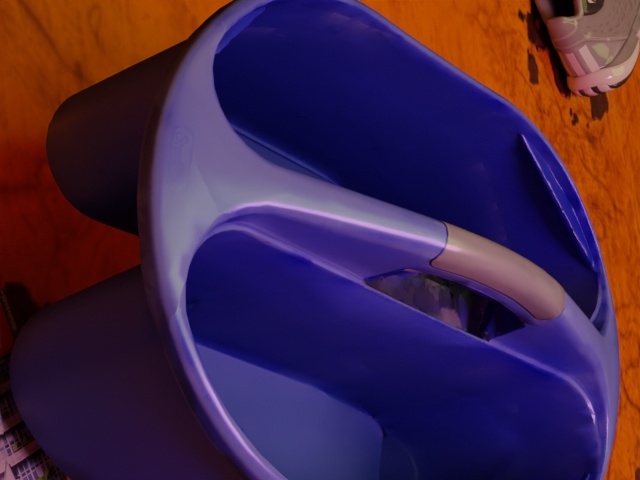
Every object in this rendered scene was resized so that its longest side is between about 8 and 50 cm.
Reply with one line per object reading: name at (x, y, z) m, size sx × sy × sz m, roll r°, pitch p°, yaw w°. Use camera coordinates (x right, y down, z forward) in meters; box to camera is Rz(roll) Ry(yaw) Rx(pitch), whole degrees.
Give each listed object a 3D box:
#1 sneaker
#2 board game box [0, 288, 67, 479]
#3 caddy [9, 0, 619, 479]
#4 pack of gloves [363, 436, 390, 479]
sneaker at (0.256, -0.252, 1.314) m, size 0.132 × 0.086 × 0.228 m, roll 50°, pitch 44°, yaw -31°
board game box at (-0.192, 0.061, 0.591) m, size 0.194 × 0.060 × 0.194 m, roll -29°, pitch 104°, yaw -55°
caddy at (0.022, 0.027, 0.678) m, size 0.341 × 0.179 × 0.241 m, roll 25°, pitch 62°, yaw -43°
pack of gloves at (0.026, 0.076, 0.842) m, size 0.232 × 0.046 × 0.195 m, roll -22°, pitch 96°, yaw -50°
